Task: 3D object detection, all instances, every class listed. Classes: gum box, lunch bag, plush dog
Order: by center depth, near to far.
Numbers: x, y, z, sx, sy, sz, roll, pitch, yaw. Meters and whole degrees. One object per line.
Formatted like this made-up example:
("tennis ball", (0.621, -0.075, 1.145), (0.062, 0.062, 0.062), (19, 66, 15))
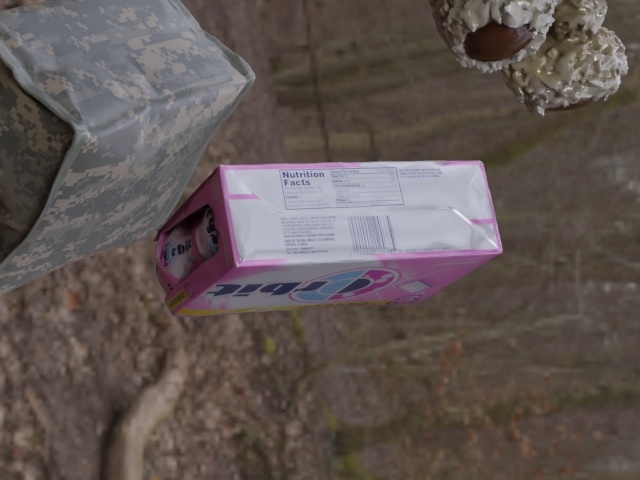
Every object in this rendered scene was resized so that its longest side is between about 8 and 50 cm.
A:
("gum box", (0.000, 0.000, 0.813), (0.107, 0.188, 0.062), (-38, -121, 57))
("plush dog", (0.196, -0.250, 1.076), (0.262, 0.225, 0.211), (20, 40, -59))
("lunch bag", (-0.230, -0.072, 1.182), (0.235, 0.169, 0.287), (-28, 159, -50))
